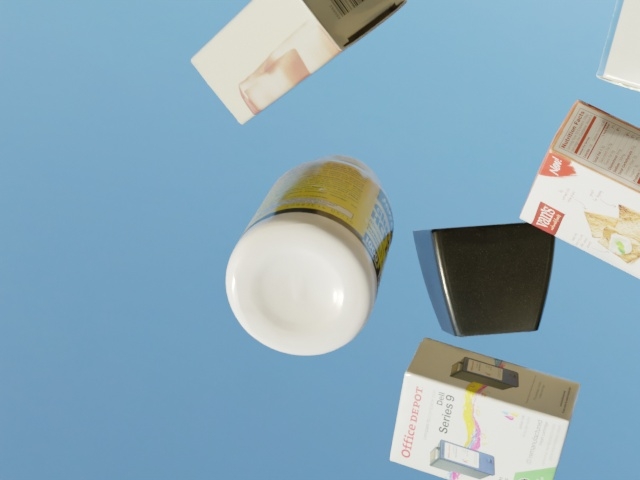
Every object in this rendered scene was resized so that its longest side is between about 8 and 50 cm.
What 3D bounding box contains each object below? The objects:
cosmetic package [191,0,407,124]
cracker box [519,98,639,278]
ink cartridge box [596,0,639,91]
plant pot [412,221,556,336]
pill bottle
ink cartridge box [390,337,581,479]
[{"bbox_3d":[-0.037,-0.289,1.424,0.153,0.296,0.129,-42,-80,-30],"label":"cosmetic package"},{"bbox_3d":[0.316,-0.023,0.968,0.232,0.155,0.067,29,-109,12],"label":"cracker box"},{"bbox_3d":[0.503,-0.316,1.347,0.129,0.223,0.307,23,-155,31],"label":"ink cartridge box"},{"bbox_3d":[0.251,0.058,1.577,0.188,0.187,0.167,-3,-90,-4],"label":"plant pot"},{"bbox_3d":[0.000,0.000,1.385,0.188,0.188,0.334,21,-155,1],"label":"pill bottle"},{"bbox_3d":[0.208,0.234,1.324,0.212,0.154,0.093,17,-149,16],"label":"ink cartridge box"}]
